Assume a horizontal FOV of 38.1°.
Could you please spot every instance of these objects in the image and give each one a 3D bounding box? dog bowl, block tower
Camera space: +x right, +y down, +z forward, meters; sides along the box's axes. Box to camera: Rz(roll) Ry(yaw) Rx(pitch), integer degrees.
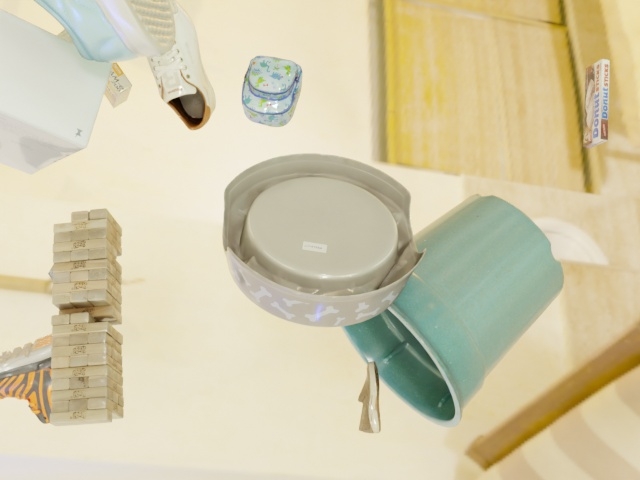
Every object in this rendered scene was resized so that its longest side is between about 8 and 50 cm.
[{"bbox_3d":[0.000,0.000,1.535,0.349,0.348,0.102,-96,11,-47],"label":"dog bowl"},{"bbox_3d":[-0.366,0.125,1.461,0.097,0.090,0.336,74,-169,-69],"label":"block tower"}]

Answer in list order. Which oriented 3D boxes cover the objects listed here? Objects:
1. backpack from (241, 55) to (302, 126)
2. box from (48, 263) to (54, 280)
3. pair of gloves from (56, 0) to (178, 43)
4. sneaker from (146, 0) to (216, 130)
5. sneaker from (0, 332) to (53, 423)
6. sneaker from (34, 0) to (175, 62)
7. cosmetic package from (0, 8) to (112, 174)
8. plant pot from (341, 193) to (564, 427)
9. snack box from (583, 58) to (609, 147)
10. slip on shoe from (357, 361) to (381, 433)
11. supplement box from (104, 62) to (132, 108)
[{"bbox_3d":[-0.089,-0.266,1.641,0.084,0.105,0.114,94,-173,-67],"label":"backpack"},{"bbox_3d":[-0.481,0.022,1.877,0.054,0.059,0.169,47,114,22],"label":"box"},{"bbox_3d":[-0.361,-0.402,1.444,0.240,0.204,0.042,57,168,3],"label":"pair of gloves"},{"bbox_3d":[-0.278,-0.344,1.774,0.123,0.105,0.290,-89,-24,-57],"label":"sneaker"},{"bbox_3d":[-0.681,0.340,2.069,0.124,0.321,0.180,-99,-10,-72],"label":"sneaker"},{"bbox_3d":[-0.312,-0.344,1.050,0.135,0.150,0.366,-80,-28,-46],"label":"sneaker"},{"bbox_3d":[-0.443,-0.207,1.268,0.224,0.224,0.138,-7,64,54],"label":"cosmetic package"},{"bbox_3d":[0.247,0.105,1.722,0.341,0.334,0.341,44,160,20],"label":"plant pot"},{"bbox_3d":[0.587,-0.291,1.972,0.064,0.022,0.178,154,122,-70],"label":"snack box"},{"bbox_3d":[0.090,0.297,1.751,0.051,0.041,0.135,-30,-63,-78],"label":"slip on shoe"},{"bbox_3d":[-0.416,-0.314,1.869,0.062,0.036,0.098,55,159,-2],"label":"supplement box"}]
